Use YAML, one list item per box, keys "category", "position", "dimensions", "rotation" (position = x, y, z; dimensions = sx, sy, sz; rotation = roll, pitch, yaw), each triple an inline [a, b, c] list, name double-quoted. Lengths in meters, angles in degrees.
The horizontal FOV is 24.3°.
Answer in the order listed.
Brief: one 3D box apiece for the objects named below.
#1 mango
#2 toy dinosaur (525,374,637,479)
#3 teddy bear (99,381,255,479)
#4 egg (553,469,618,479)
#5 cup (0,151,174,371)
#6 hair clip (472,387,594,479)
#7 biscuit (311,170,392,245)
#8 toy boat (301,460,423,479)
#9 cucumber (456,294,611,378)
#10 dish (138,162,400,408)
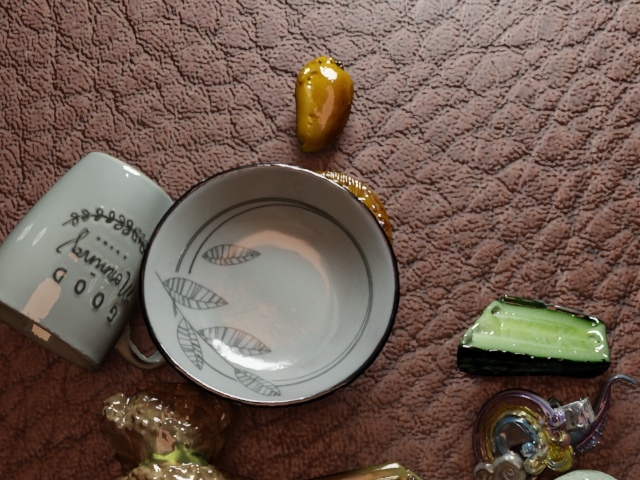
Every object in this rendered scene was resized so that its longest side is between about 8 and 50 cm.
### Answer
- category: "mango"
  position: [0.002, -0.174, 1.931]
  dimensions: [0.077, 0.063, 0.127]
  rotation: [9, 85, 0]
- category: "toy dinosaur"
  position: [0.309, 0.231, 1.849]
  dimensions: [0.197, 0.045, 0.080]
  rotation: [-45, 84, 4]
- category: "teddy bear"
  position: [-0.182, 0.337, 1.816]
  dimensions: [0.246, 0.222, 0.296]
  rotation: [-5, 123, -4]
- category: "egg"
  position: [0.303, 0.349, 1.782]
  dimensions: [0.164, 0.131, 0.131]
  rotation: [-37, 80, 2]
- category: "cup"
  position: [-0.268, 0.041, 1.867]
  dimensions: [0.258, 0.186, 0.234]
  rotation: [39, 74, -20]
- category: "hair clip"
  position: [0.251, 0.236, 1.821]
  dimensions: [0.172, 0.049, 0.116]
  rotation: [-22, 75, 26]
- category: "biscuit"
  position: [0.000, -0.001, 1.916]
  dimensions: [0.187, 0.027, 0.188]
  rotation: [-1, 80, 4]
- category: "toy boat"
  position: [0.041, 0.324, 1.840]
  dimensions: [0.200, 0.057, 0.077]
  rotation: [-12, 84, 0]
- category: "cucumber"
  position: [0.260, 0.133, 1.851]
  dimensions: [0.192, 0.115, 0.086]
  rotation: [2, 123, -1]
- category: "dish"
  position: [-0.062, 0.066, 1.836]
  dimensions: [0.316, 0.106, 0.317]
  rotation: [0, 72, -1]
